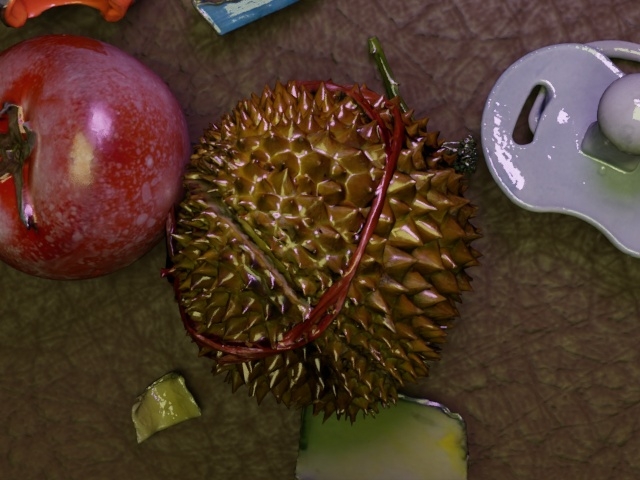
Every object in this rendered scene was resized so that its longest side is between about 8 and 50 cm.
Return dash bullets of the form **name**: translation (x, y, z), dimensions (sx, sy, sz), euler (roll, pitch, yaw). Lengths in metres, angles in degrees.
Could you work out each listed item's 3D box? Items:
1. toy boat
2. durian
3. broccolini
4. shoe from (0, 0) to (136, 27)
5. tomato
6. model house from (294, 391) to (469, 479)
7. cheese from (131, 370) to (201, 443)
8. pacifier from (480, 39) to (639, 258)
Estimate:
- **toy boat**: translation (-0.057, -0.296, 1.547), dimensions (0.186, 0.075, 0.077), euler (-24, 101, 5)
- **durian**: translation (-0.002, 0.005, 1.430), dimensions (0.348, 0.384, 0.347), euler (-6, 65, 13)
- **broccolini**: translation (0.106, -0.145, 1.564), dimensions (0.194, 0.054, 0.052), euler (48, 117, 2)
- **shoe**: translation (-0.343, -0.312, 1.518), dimensions (0.337, 0.132, 0.171), euler (15, 61, 0)
- **tomato**: translation (-0.263, -0.086, 1.513), dimensions (0.270, 0.227, 0.270), euler (-2, 87, 36)
- **model house**: translation (0.063, 0.301, 1.580), dimensions (0.194, 0.170, 0.211), euler (4, 124, -1)
- **cheese**: translation (-0.189, 0.196, 1.626), dimensions (0.084, 0.041, 0.060), euler (-30, 99, -7)
- **pacifier**: translation (0.322, -0.119, 1.454), dimensions (0.287, 0.226, 0.238), euler (28, 79, 2)
